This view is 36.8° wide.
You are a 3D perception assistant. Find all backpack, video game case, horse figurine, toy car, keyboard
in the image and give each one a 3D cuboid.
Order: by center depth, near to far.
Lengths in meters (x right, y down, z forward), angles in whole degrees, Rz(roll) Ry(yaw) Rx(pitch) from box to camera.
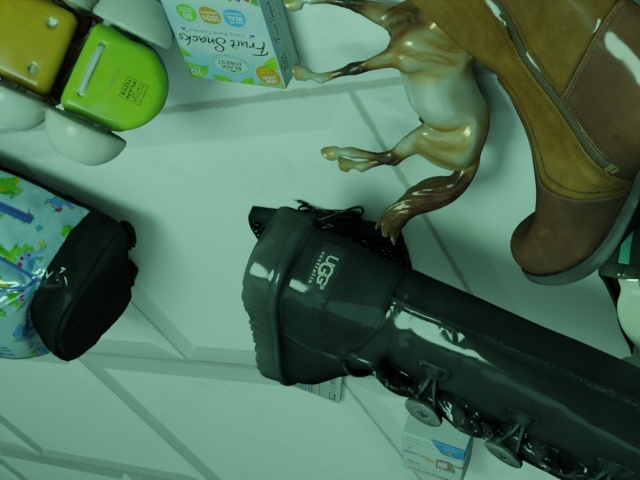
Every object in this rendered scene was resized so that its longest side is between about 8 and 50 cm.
[{"bbox_3d":[0.075,-0.116,0.788,0.174,0.066,0.263,-3,131,19],"label":"horse figurine"},{"bbox_3d":[-0.219,-0.162,0.891,0.182,0.159,0.136,25,-176,6],"label":"toy car"},{"bbox_3d":[0.000,0.000,1.050,0.192,0.038,0.100,7,143,26],"label":"keyboard"},{"bbox_3d":[-0.444,0.013,1.220,0.355,0.273,0.290,37,155,5],"label":"backpack"},{"bbox_3d":[-0.027,0.190,1.369,0.122,0.011,0.087,19,148,11],"label":"video game case"}]

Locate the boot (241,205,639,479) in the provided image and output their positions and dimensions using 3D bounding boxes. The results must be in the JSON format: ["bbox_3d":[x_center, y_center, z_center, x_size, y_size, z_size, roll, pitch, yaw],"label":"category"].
[{"bbox_3d":[0.156,0.148,0.973,0.445,0.146,0.367,22,167,12],"label":"boot"}]

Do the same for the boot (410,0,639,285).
[{"bbox_3d":[0.120,-0.108,0.652,0.280,0.096,0.264,42,160,2],"label":"boot"}]

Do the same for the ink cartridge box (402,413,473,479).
[{"bbox_3d":[0.163,0.284,1.333,0.088,0.052,0.122,16,148,16],"label":"ink cartridge box"}]

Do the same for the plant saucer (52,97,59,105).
[{"bbox_3d":[-0.348,-0.194,1.023,0.168,0.029,0.168,17,147,12],"label":"plant saucer"}]

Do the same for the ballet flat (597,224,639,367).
[{"bbox_3d":[0.312,0.082,0.891,0.095,0.096,0.280,-4,138,38],"label":"ballet flat"}]

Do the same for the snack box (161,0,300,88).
[{"bbox_3d":[-0.082,-0.197,0.820,0.100,0.037,0.141,12,146,23],"label":"snack box"}]
